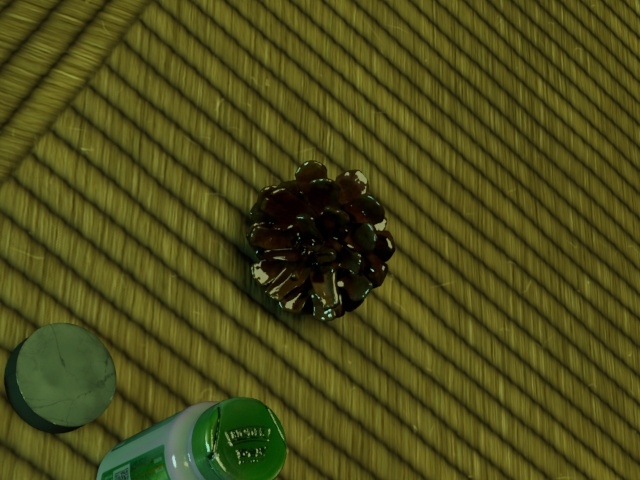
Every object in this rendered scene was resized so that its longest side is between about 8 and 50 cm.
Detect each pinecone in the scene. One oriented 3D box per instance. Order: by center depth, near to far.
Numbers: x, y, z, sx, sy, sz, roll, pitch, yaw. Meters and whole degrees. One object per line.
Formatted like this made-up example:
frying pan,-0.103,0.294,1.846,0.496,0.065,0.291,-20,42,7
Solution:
pinecone,-0.001,0.000,1.836,0.201,0.203,0.228,11,60,-68

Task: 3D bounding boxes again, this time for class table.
table,-0.325,0.172,1.620,0.133,0.043,0.133,15,62,-31

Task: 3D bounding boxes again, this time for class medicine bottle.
medicine bottle,-0.155,0.270,1.549,0.133,0.274,0.133,16,60,-30
